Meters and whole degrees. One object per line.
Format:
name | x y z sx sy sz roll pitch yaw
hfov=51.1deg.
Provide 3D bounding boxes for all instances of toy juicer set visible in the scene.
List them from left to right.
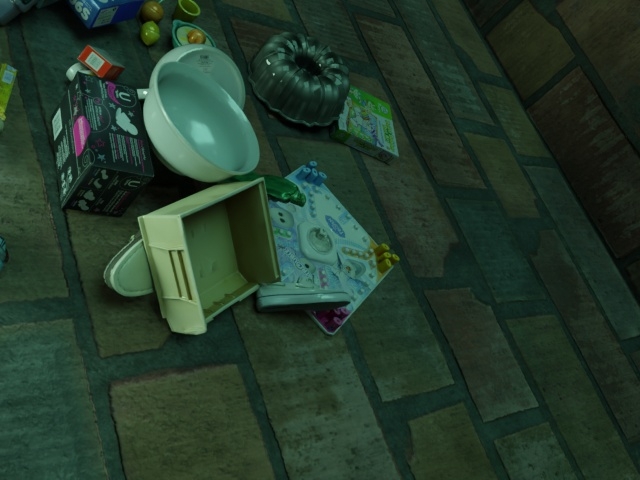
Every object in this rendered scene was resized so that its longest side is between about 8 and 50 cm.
toy juicer set | -0.377 -0.542 1.827 0.209 0.089 0.329 -7 65 -45

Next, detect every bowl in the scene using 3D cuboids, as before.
bowl | -0.285 -0.237 1.480 0.298 0.134 0.298 40 31 -30

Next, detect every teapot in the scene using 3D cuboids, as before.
teapot | -0.328 -0.363 1.665 0.256 0.187 0.252 46 70 -32

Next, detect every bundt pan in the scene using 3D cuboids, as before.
bundt pan | -0.048 -0.505 2.026 0.330 0.124 0.331 17 50 -20

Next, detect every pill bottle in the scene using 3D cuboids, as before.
pill bottle | -0.534 -0.353 1.555 0.116 0.065 0.065 49 40 1

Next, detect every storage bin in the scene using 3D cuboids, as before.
storage bin | -0.219 0.029 1.398 0.262 0.123 0.260 -34 120 -52

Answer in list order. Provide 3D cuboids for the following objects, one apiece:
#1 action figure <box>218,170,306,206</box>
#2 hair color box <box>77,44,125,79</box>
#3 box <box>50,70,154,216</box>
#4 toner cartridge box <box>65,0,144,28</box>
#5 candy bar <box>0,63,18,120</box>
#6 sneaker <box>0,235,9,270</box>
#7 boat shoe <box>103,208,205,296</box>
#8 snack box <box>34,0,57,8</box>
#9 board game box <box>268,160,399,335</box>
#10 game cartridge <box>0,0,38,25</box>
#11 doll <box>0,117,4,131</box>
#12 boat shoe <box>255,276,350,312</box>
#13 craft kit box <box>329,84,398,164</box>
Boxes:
action figure | -0.132 -0.125 1.641 0.232 0.063 0.137 18 31 30
hair color box | -0.517 -0.420 1.586 0.072 0.043 0.141 40 7 -10
box | -0.465 -0.200 1.418 0.142 0.163 0.247 9 53 -40
toner cartridge box | -0.613 -0.694 1.655 0.348 0.075 0.165 50 38 -2
candy bar | -0.681 -0.322 1.434 0.040 0.018 0.161 22 46 -33
sneaker | -0.673 -0.018 1.161 0.262 0.104 0.125 36 24 -20
boat shoe | -0.342 0.012 1.413 0.324 0.096 0.117 -45 133 -47
snack box | -0.754 -0.733 1.663 0.322 0.060 0.187 43 39 -7
board game box | 0.000 0.000 1.764 0.390 0.050 0.390 49 40 0
game cartridge | -0.671 -0.687 1.537 0.355 0.068 0.230 -44 88 -9
doll | -0.708 -0.219 1.304 0.189 0.046 0.129 -24 84 -49
boat shoe | -0.039 0.120 1.561 0.226 0.083 0.076 0 68 -19
craft kit box | 0.134 -0.394 2.199 0.246 0.061 0.250 21 47 -32
